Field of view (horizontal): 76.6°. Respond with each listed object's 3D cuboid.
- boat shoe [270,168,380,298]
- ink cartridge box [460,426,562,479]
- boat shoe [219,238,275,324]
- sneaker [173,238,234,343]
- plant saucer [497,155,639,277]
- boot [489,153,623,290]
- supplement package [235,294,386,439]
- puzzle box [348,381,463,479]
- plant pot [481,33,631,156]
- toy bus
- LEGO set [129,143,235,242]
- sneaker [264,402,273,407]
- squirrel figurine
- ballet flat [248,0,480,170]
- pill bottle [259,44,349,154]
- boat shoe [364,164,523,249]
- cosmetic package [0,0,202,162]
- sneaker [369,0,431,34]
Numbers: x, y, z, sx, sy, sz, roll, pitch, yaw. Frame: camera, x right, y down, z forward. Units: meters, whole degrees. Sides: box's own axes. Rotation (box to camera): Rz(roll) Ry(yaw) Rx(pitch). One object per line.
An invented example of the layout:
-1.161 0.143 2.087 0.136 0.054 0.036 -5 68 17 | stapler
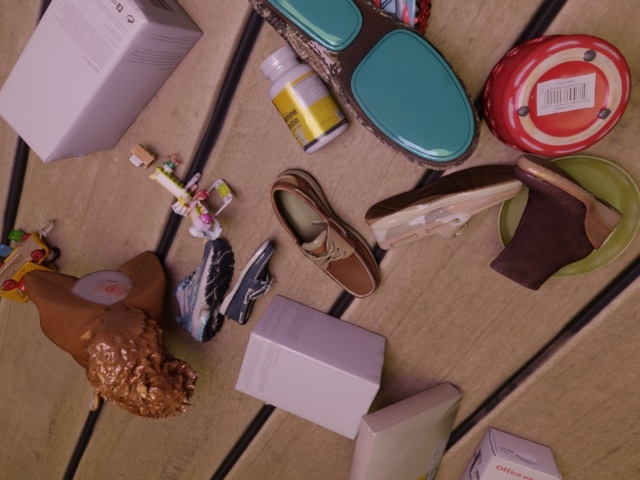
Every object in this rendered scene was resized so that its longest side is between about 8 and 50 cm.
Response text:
0.000 0.000 0.859 0.122 0.120 0.324 -37 99 24 | boat shoe
0.456 0.590 0.996 0.158 0.092 0.218 17 116 7 | ink cartridge box
-0.159 0.106 0.954 0.079 0.095 0.255 34 116 1 | boat shoe
-0.300 0.117 0.990 0.122 0.110 0.283 23 112 14 | sneaker
0.465 -0.044 0.773 0.240 0.037 0.241 5 112 11 | plant saucer
0.375 -0.017 0.711 0.248 0.090 0.207 26 122 -19 | boot
-0.018 0.287 0.946 0.292 0.177 0.175 21 114 6 | supplement package
0.185 0.549 0.976 0.272 0.052 0.409 -7 117 -32 | puzzle box
0.370 -0.227 0.651 0.191 0.174 0.191 5 115 12 | plant pot
-0.766 0.066 1.082 0.202 0.191 0.104 -11 151 18 | toy bus
-0.287 -0.124 0.893 0.107 0.132 0.287 -45 72 8 | LEGO set
-0.116 0.433 1.113 0.083 0.031 0.035 -31 115 27 | sneaker
-0.474 0.278 0.962 0.397 0.281 0.371 38 129 36 | squirrel figurine
0.070 -0.305 0.688 0.483 0.182 0.164 45 98 4 | ballet flat
-0.033 -0.266 0.771 0.103 0.103 0.184 -30 101 22 | pill bottle
0.241 -0.059 0.790 0.302 0.109 0.098 -18 115 22 | boat shoe
-0.431 -0.335 0.793 0.365 0.197 0.155 -37 99 22 | cosmetic package
0.111 -0.436 0.663 0.125 0.104 0.262 8 135 28 | sneaker
